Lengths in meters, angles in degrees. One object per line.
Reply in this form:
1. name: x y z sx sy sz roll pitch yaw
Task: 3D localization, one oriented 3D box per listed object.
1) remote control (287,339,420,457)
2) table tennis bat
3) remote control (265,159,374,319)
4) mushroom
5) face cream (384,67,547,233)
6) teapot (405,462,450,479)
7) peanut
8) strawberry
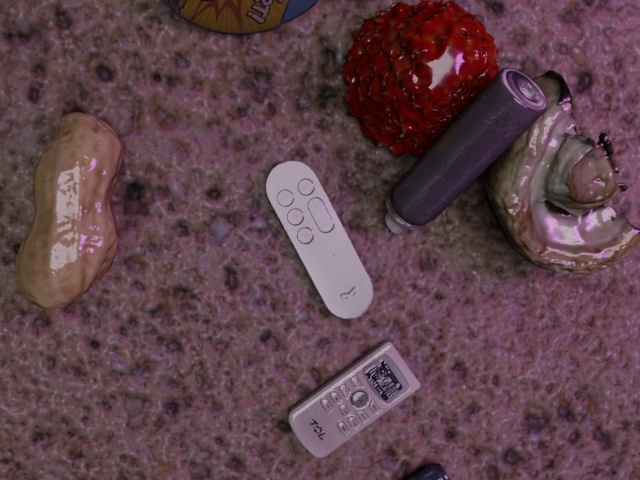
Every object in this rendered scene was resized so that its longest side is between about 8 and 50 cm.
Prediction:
1. remote control: 0.046 0.230 1.096 0.190 0.029 0.087 -34 98 -3
2. table tennis bat: -0.058 -0.352 0.972 0.329 0.044 0.215 0 140 -26
3. remote control: 0.000 0.000 1.073 0.077 0.022 0.245 -28 98 -2
4. mushroom: 0.301 -0.081 1.030 0.164 0.189 0.267 -30 122 9
5. face cream: 0.172 -0.101 0.987 0.073 0.073 0.283 33 133 -9
6. teapot: 0.150 0.365 1.119 0.083 0.063 0.049 -31 67 -1
7. peanut: -0.316 -0.035 0.985 0.124 0.123 0.256 14 89 -8
8. strawberry: 0.150 -0.208 1.001 0.234 0.178 0.234 -1 101 -4
